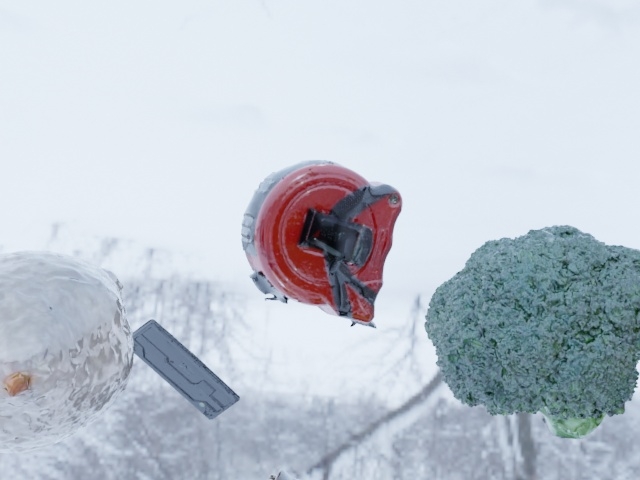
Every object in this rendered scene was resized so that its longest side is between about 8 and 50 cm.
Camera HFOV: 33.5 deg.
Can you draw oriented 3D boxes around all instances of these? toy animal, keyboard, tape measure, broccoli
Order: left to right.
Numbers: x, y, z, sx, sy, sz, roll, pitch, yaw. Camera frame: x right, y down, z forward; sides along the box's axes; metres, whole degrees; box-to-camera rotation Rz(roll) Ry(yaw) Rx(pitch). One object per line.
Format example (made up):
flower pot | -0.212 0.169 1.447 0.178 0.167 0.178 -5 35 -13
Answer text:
toy animal | -0.289 0.104 0.988 0.227 0.188 0.358 -14 -178 -9
keyboard | -0.164 0.155 1.267 0.053 0.010 0.155 -35 114 18
tape measure | 0.000 -0.001 1.707 0.261 0.253 0.114 16 179 -23
broccoli | 0.285 0.119 1.278 0.298 0.297 0.297 -4 135 38

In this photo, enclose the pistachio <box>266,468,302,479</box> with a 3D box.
pistachio | -0.067 0.398 1.444 0.131 0.165 0.210 -3 -162 14
